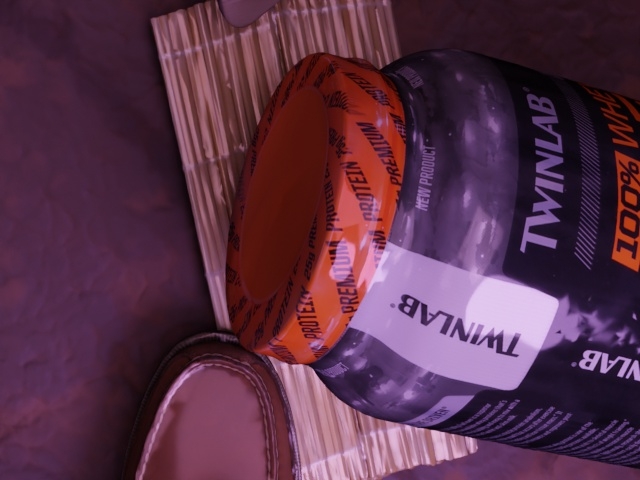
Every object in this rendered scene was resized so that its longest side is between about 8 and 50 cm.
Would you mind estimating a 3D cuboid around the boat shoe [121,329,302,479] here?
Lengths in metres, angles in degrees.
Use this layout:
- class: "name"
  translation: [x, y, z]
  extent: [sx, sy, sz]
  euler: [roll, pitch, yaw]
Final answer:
- class: "boat shoe"
  translation: [-0.070, 0.207, 0.861]
  extent: [0.111, 0.104, 0.307]
  euler: [7, 92, -2]

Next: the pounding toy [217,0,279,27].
- class: "pounding toy"
  translation: [0.035, -0.236, 0.897]
  extent: [0.269, 0.155, 0.154]
  euler: [-30, 128, -2]

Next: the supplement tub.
- class: "supplement tub"
  translation: [0.131, 0.015, 0.850]
  extent: [0.338, 0.207, 0.207]
  euler: [13, 90, -21]

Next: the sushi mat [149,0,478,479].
- class: "sushi mat"
  translation: [0.000, 0.000, 0.924]
  extent: [0.151, 0.019, 0.316]
  euler: [-13, 96, -14]
